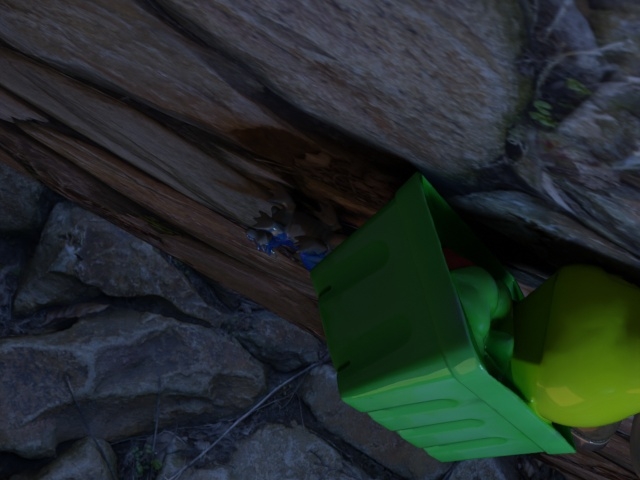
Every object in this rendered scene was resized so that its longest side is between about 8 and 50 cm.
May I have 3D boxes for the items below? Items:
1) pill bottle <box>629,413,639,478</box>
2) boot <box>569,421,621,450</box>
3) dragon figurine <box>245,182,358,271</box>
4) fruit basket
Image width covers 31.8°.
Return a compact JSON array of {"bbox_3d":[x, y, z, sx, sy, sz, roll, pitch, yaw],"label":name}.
[{"bbox_3d":[0.519,0.265,1.438,0.216,0.121,0.121,9,171,-4],"label":"pill bottle"},{"bbox_3d":[0.362,0.223,1.859,0.305,0.112,0.115,29,140,10],"label":"boot"},{"bbox_3d":[0.000,0.000,1.585,0.289,0.085,0.144,20,168,33],"label":"dragon figurine"},{"bbox_3d":[0.226,0.096,1.245,0.392,0.283,0.392,-10,148,-6],"label":"fruit basket"}]
